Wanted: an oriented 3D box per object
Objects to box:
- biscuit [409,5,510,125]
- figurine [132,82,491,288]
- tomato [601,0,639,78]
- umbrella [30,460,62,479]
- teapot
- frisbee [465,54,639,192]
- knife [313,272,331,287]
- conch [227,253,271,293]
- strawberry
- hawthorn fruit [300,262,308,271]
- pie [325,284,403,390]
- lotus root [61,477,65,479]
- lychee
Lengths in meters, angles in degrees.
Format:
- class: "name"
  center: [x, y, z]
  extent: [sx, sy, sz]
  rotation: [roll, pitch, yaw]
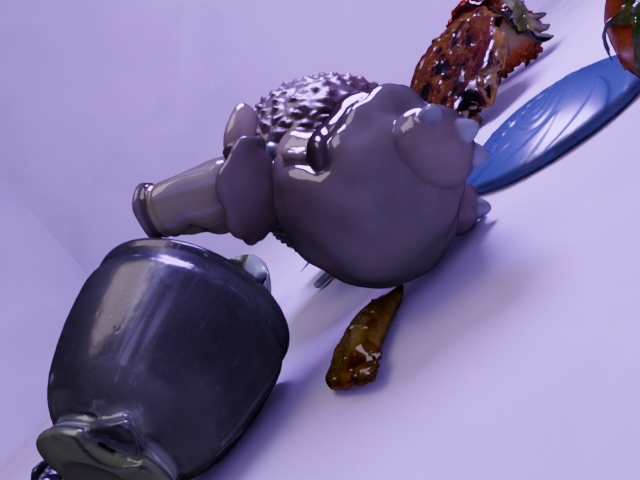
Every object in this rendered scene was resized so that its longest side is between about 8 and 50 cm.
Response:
- class: "biscuit"
  center: [0.290, -0.335, 1.300]
  extent: [0.289, 0.081, 0.334]
  rotation: [-10, 60, 61]
- class: "figurine"
  center: [-0.011, -0.049, 0.663]
  extent: [0.380, 0.203, 0.248]
  rotation: [-2, -24, 15]
- class: "tomato"
  center: [0.349, -0.227, 0.567]
  extent: [0.167, 0.167, 0.167]
  rotation: [-39, 8, 6]
- class: "umbrella"
  center: [-0.445, 0.385, 1.169]
  extent: [0.071, 0.071, 0.248]
  rotation: [-33, 7, 43]
- class: "teapot"
  center: [-0.205, 0.167, 0.666]
  extent: [0.321, 0.239, 0.239]
  rotation: [-27, 28, 39]
- class: "frisbee"
  center: [0.300, -0.170, 0.815]
  extent: [0.289, 0.049, 0.289]
  rotation: [-39, 8, 7]
- class: "knife"
  center: [0.071, 0.010, 1.016]
  extent: [0.210, 0.015, 0.028]
  rotation: [-40, 1, -8]
- class: "conch"
  center: [-0.171, 0.118, 1.140]
  extent: [0.172, 0.131, 0.200]
  rotation: [-16, 33, -11]
- class: "strawberry"
  center: [0.389, -0.492, 1.479]
  extent: [0.306, 0.233, 0.138]
  rotation: [-28, 42, 61]
- class: "hawthorn fruit"
  center: [0.011, -0.011, 1.092]
  extent: [0.125, 0.140, 0.125]
  rotation: [-7, 24, 3]
- class: "pie"
  center: [0.037, 0.101, 0.609]
  extent: [0.088, 0.033, 0.191]
  rotation: [-45, 3, 23]
- class: "lotus root"
  center: [-0.321, 0.264, 0.981]
  extent: [0.173, 0.173, 0.309]
  rotation: [-35, 17, 31]
- class: "lychee"
  center: [0.014, -0.105, 0.919]
  extent: [0.300, 0.300, 0.300]
  rotation: [-39, 8, 6]
